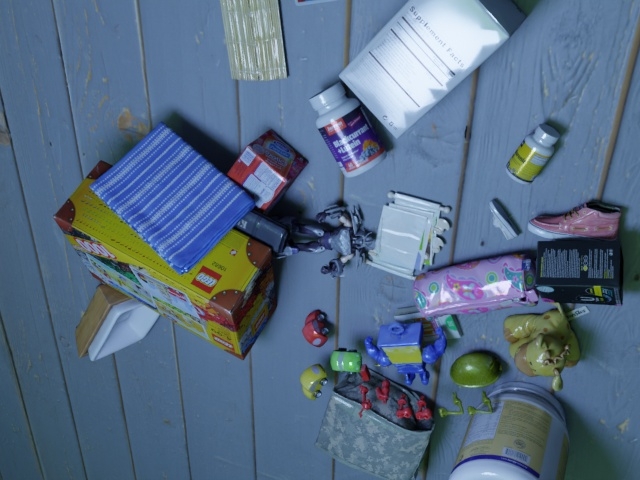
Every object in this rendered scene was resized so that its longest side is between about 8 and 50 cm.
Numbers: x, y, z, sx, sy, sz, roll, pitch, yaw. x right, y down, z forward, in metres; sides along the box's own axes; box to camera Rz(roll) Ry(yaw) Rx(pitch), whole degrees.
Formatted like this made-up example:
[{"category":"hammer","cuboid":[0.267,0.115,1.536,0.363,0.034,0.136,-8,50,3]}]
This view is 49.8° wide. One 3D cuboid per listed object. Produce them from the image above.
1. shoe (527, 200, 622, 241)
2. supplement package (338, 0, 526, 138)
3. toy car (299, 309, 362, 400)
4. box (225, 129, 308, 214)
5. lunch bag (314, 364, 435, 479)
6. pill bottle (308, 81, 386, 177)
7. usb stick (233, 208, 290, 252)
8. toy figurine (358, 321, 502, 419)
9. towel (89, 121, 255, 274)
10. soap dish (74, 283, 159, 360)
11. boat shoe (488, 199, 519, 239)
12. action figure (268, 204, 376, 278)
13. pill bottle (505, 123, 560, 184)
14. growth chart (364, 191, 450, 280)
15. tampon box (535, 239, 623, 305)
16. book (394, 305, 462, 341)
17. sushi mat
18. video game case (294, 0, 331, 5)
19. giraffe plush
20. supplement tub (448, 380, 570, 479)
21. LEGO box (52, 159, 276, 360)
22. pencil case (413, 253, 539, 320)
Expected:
[{"category":"shoe","cuboid":[0.524,-0.044,1.422,0.178,0.063,0.081,11,120,15]},{"category":"supplement package","cuboid":[0.213,-0.371,1.318,0.175,0.177,0.293,47,127,-3]},{"category":"toy car","cuboid":[0.018,0.301,1.771,0.225,0.053,0.239,-4,81,53]},{"category":"box","cuboid":[-0.163,-0.127,1.684,0.128,0.122,0.257,42,128,1]},{"category":"lunch bag","cuboid":[0.158,0.505,1.854,0.287,0.169,0.235,26,125,17]},{"category":"pill bottle","cuboid":[0.056,-0.244,1.514,0.108,0.108,0.193,-22,106,35]},{"category":"usb stick","cuboid":[-0.198,-0.057,1.635,0.278,0.045,0.077,27,127,12]},{"category":"toy figurine","cuboid":[0.229,0.286,1.653,0.363,0.191,0.217,-6,126,26]},{"category":"towel","cuboid":[-0.345,-0.105,1.603,0.336,0.243,0.040,40,166,16]},{"category":"soap dish","cuboid":[-0.590,0.216,2.047,0.118,0.229,0.291,51,129,14]},{"category":"boat shoe","cuboid":[0.392,-0.043,1.506,0.035,0.035,0.100,-31,107,34]},{"category":"action figure","cuboid":[0.000,0.000,1.690,0.285,0.099,0.185,2,101,21]},{"category":"pill bottle","cuboid":[0.429,-0.175,1.390,0.065,0.065,0.116,33,126,7]},{"category":"growth chart","cuboid":[0.205,-0.005,1.630,0.172,0.021,0.237,24,125,13]},{"category":"tampon box","cuboid":[0.535,0.068,1.421,0.161,0.101,0.120,0,158,27]},{"category":"book","cuboid":[0.268,0.207,1.715,0.144,0.035,0.096,-13,116,31]},{"category":"sushi mat","cuboid":[-0.156,-0.511,1.527,0.151,0.019,0.316,6,120,23]},{"category":"video game case","cuboid":[0.060,-0.588,1.369,0.285,0.025,0.204,2,118,26]},{"category":"giraffe plush","cuboid":[0.498,0.244,1.528,0.181,0.170,0.210,39,127,2]},{"category":"supplement tub","cuboid":[0.446,0.510,1.605,0.241,0.331,0.241,12,121,21]},{"category":"LEGO box","cuboid":[-0.374,0.061,1.765,0.500,0.193,0.372,27,156,12]},{"category":"pencil case","cuboid":[0.354,0.109,1.557,0.284,0.124,0.124,-12,111,33]}]
